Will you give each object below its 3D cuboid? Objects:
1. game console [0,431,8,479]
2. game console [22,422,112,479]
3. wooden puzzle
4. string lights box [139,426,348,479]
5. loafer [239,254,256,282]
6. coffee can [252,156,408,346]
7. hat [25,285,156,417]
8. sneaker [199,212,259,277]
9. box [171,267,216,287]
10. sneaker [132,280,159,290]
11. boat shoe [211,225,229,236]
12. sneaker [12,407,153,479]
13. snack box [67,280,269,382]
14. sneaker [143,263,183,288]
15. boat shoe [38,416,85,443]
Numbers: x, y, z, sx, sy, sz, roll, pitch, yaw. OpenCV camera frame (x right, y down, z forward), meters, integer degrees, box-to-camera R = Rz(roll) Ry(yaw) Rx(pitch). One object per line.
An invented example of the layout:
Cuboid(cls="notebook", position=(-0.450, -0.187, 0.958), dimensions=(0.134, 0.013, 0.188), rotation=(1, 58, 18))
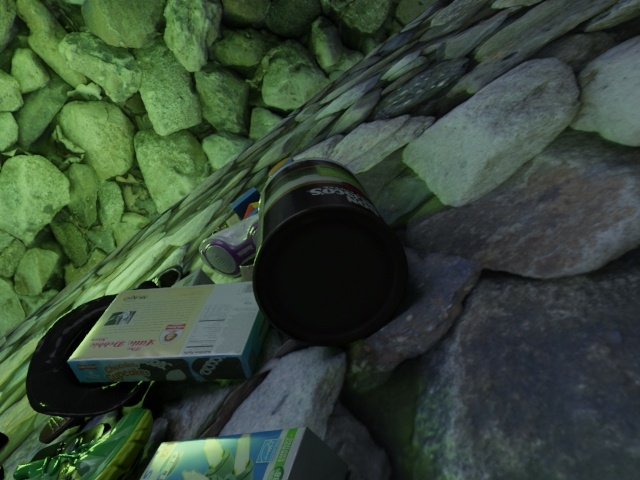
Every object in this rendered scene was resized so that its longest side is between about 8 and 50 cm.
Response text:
Cuboid(cls="game console", position=(-0.862, 0.577, 1.186), dimensions=(0.361, 0.044, 0.213), rotation=(-17, 30, 43))
Cuboid(cls="game console", position=(-0.509, 0.492, 0.769), dimensions=(0.341, 0.060, 0.387), rotation=(-25, 25, 31))
Cuboid(cls="wooden puzzle", position=(-0.138, -0.132, 1.387), dimensions=(0.322, 0.081, 0.348), rotation=(-41, 21, -4))
Cuboid(cls="string lights box", position=(-0.107, 0.286, 0.505), dimensions=(0.259, 0.077, 0.133), rotation=(-23, 28, 36))
Cuboid(cls="loafer", position=(-0.052, 0.008, 0.951), dimensions=(0.268, 0.092, 0.101), rotation=(-45, 22, -16))
Cuboid(cls="coffee can", position=(0.000, 0.000, 0.734), dimensions=(0.201, 0.202, 0.275), rotation=(-35, 21, 8))
Cuboid(cls="hat", position=(-0.411, 0.246, 0.958), dimensions=(0.330, 0.134, 0.332), rotation=(-8, 35, 6))
Cuboid(cls="sneaker", position=(-0.164, 0.000, 1.165), dimensions=(0.304, 0.114, 0.152), rotation=(-19, 16, 32))
Cuboid(cls="box", position=(-0.292, 0.140, 1.080), dimensions=(0.101, 0.087, 0.101), rotation=(-31, 23, 20))
Cuboid(cls="sneaker", position=(-0.396, 0.172, 1.193), dimensions=(0.124, 0.107, 0.283), rotation=(-31, 29, -1))
Cuboid(cls="boat shoe", position=(-0.315, -0.015, 1.484), dimensions=(0.050, 0.045, 0.135), rotation=(-31, 23, 18))
Cuboid(cls="sneaker", position=(-0.363, 0.340, 0.680), dimensions=(0.295, 0.123, 0.110), rotation=(-42, -17, -46))
Cuboid(cls="snack box", position=(-0.254, 0.159, 0.850), dimensions=(0.321, 0.060, 0.187), rotation=(-5, 32, 14))
Cuboid(cls="sneaker", position=(-0.490, 0.141, 1.424), dimensions=(0.192, 0.064, 0.086), rotation=(-42, 16, -16))
Cuboid(cls="boat shoe", position=(-0.535, 0.383, 1.042), dimensions=(0.056, 0.049, 0.152), rotation=(17, 52, 43))
